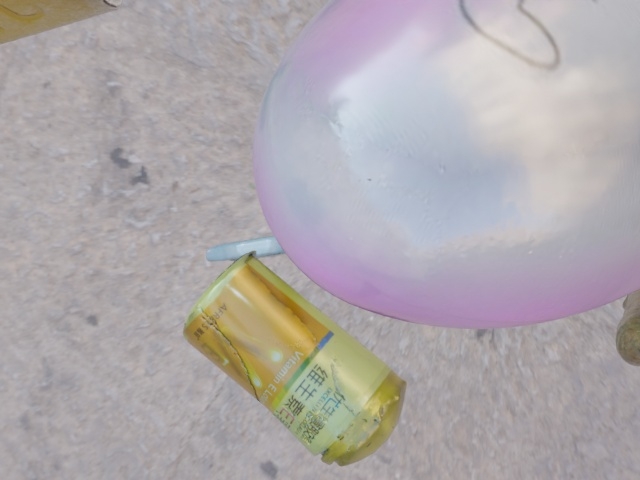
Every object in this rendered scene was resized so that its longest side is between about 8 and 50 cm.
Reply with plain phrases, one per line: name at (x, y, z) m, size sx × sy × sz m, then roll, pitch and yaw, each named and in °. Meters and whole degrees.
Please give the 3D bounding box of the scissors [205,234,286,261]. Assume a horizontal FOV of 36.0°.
scissors at (0.000, 0.002, 1.066) m, size 0.191 × 0.360 × 0.029 m, roll -7°, pitch 91°, yaw -21°

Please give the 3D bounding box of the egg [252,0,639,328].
egg at (0.090, -0.060, 0.454) m, size 0.196 × 0.271 × 0.196 m, roll 11°, pitch 104°, yaw 53°

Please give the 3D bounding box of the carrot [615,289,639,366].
carrot at (0.332, 0.066, 0.983) m, size 0.070 × 0.342 × 0.070 m, roll 4°, pitch 100°, yaw 25°

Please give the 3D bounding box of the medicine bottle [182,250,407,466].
medicine bottle at (-0.022, 0.128, 1.022) m, size 0.239 × 0.124 × 0.124 m, roll 40°, pitch 99°, yaw 8°

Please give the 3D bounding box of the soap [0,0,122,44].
soap at (-0.343, -0.238, 0.903) m, size 0.274 × 0.173 × 0.089 m, roll -12°, pitch 79°, yaw 15°
